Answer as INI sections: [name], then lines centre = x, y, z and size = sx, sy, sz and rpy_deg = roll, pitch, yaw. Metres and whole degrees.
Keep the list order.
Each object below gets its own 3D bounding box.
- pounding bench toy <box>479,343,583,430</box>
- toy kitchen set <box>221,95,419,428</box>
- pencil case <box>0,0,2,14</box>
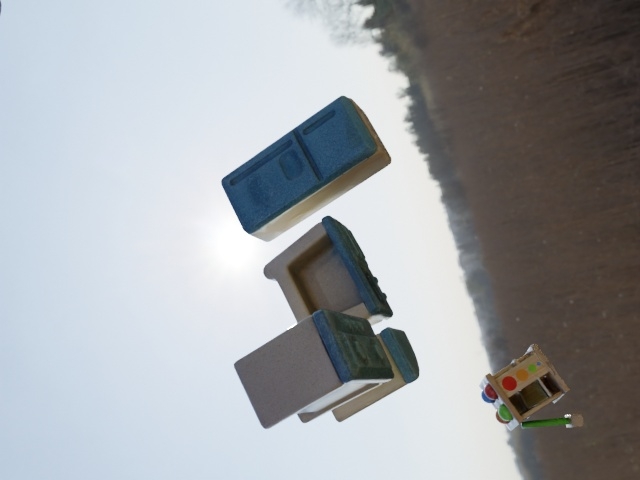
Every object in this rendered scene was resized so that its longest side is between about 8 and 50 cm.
[pounding bench toy]
centre = 0.197, 0.154, 0.695
size = 0.083, 0.065, 0.052
rpy_deg = 56, 172, 21
[toy kitchen set]
centre = 0.000, 0.000, 0.485
size = 0.207, 0.122, 0.166
rpy_deg = 62, -166, 20
[pencil case]
centre = -0.507, -0.323, 0.810
size = 0.306, 0.119, 0.133
rpy_deg = 40, -168, -3
